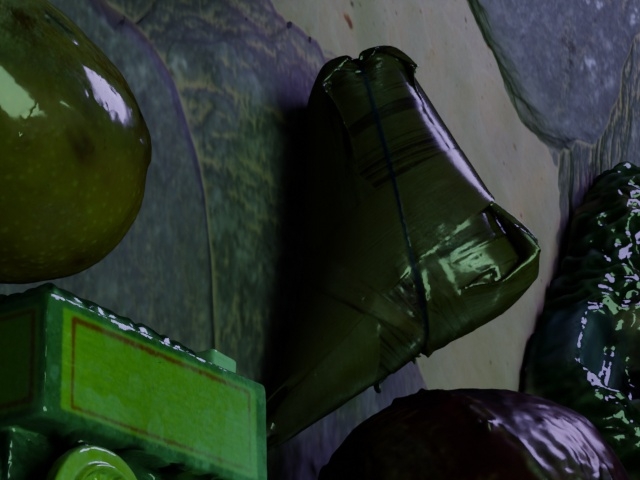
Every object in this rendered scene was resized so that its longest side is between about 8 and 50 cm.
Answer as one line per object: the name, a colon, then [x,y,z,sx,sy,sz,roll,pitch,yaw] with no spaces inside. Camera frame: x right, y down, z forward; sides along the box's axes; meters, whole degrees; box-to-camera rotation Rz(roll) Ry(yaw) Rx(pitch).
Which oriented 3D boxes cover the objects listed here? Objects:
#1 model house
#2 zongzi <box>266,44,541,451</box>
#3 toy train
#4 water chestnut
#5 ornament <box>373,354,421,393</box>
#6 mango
model house: [0.485,0.148,1.783,0.445,0.400,0.395,-57,132,-48]
zongzi: [0.000,0.000,1.341,0.289,0.123,0.260,-27,75,-18]
toy train: [-0.140,0.143,0.987,0.271,0.159,0.188,31,49,-51]
water chestnut: [0.104,0.282,1.245,0.350,0.302,0.350,61,-12,23]
ornament: [0.051,0.096,1.434,0.125,0.028,0.073,13,70,-55]
mango: [-0.227,-0.089,0.890,0.329,0.176,0.176,30,49,-36]
